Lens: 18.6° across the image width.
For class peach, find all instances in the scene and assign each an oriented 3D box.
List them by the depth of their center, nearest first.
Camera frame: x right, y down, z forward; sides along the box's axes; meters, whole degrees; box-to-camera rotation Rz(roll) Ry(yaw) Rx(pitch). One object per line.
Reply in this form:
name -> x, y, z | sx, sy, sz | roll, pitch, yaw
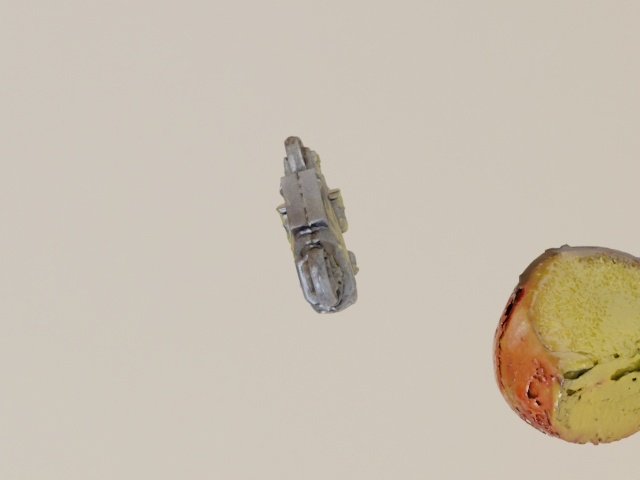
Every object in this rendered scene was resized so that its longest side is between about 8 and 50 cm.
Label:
peach -> 0.175, 0.077, 1.274 | 0.172, 0.127, 0.092 | -47, 158, -50

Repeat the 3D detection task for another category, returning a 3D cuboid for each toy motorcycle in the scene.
toy motorcycle -> 0.000, 0.000, 1.762 | 0.061, 0.193, 0.124 | -17, 138, 5
